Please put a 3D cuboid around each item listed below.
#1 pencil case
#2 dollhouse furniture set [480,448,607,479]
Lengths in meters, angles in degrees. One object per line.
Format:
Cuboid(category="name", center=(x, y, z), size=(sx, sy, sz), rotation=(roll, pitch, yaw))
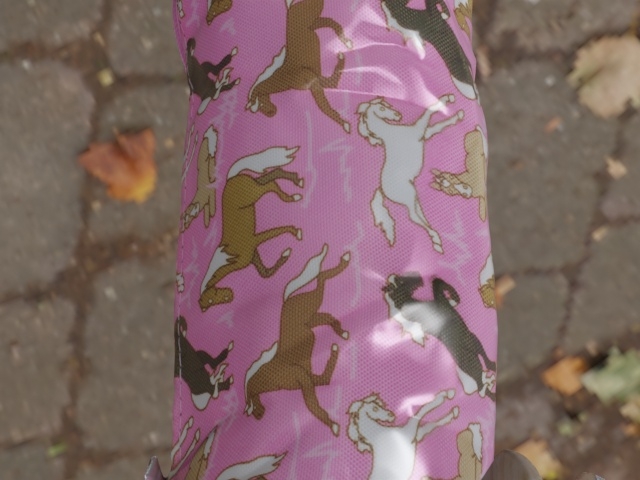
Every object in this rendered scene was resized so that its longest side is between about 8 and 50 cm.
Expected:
Cuboid(category="pencil case", center=(0.000, 0.000, 1.000), size=(0.167, 0.386, 0.160), rotation=(13, 154, -25))
Cuboid(category="dollhouse furniture set", center=(0.220, 0.057, 0.834), size=(0.198, 0.286, 0.303), rotation=(28, 107, -10))
